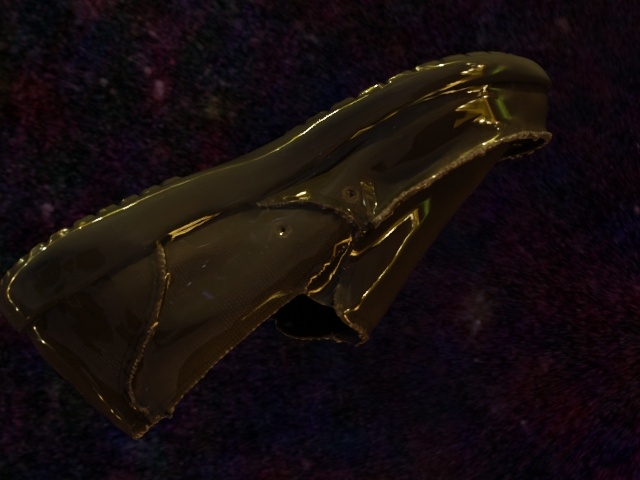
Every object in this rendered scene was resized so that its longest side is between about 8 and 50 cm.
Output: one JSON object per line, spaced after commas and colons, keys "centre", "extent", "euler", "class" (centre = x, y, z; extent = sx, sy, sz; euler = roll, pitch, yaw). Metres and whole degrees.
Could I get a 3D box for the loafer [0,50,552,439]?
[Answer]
{"centre": [0.000, 0.000, 0.364], "extent": [0.220, 0.080, 0.078], "euler": [-27, 89, -21], "class": "loafer"}
